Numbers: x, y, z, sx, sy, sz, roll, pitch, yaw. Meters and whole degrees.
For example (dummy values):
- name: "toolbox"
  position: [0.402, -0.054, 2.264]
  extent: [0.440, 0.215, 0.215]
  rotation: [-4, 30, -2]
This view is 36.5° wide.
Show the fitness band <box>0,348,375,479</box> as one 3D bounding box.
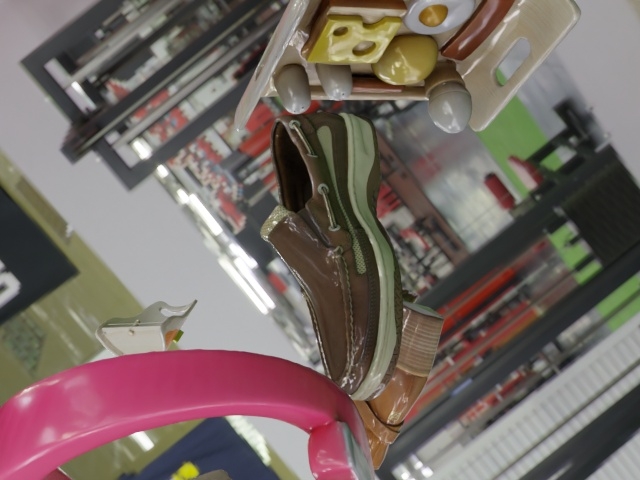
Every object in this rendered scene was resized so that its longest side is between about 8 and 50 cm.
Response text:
- name: "fitness band"
  position: [-0.073, 0.145, 0.575]
  extent: [0.291, 0.209, 0.054]
  rotation: [74, -171, -57]

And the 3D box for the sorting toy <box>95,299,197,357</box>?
- name: "sorting toy"
  position: [-0.151, 0.079, 0.907]
  extent: [0.075, 0.083, 0.045]
  rotation: [-52, -53, -46]

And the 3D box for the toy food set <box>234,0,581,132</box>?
- name: "toy food set"
  position: [0.082, -0.180, 1.000]
  extent: [0.220, 0.306, 0.092]
  rotation: [127, 133, -56]

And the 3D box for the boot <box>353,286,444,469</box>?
- name: "boot"
  position: [0.043, 0.116, 0.924]
  extent: [0.073, 0.152, 0.197]
  rotation: [19, -173, -14]

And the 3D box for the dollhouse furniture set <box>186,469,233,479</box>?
- name: "dollhouse furniture set"
  position: [-0.201, 0.347, 0.936]
  extent: [0.151, 0.301, 0.197]
  rotation: [-173, 68, -72]

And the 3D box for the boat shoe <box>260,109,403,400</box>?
- name: "boat shoe"
  position: [-0.003, 0.005, 0.757]
  extent: [0.095, 0.095, 0.257]
  rotation: [10, -131, -19]
